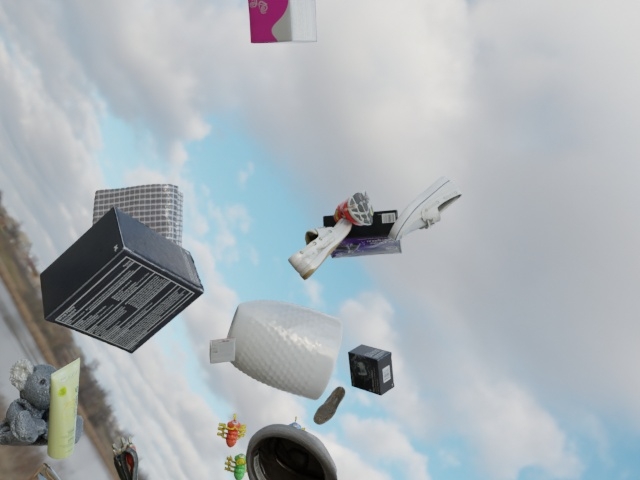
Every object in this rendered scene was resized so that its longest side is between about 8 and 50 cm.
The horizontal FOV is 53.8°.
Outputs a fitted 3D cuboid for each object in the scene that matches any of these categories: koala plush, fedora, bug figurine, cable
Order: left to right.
[{"bbox_3d":[-0.767,0.437,1.706,0.203,0.196,0.222,-17,-116,34],"label":"koala plush"},{"bbox_3d":[-0.599,0.779,2.049,0.139,0.072,0.287,-31,-100,35],"label":"cable"},{"bbox_3d":[-0.184,0.648,1.965,0.072,0.278,0.217,-134,-130,-75],"label":"bug figurine"},{"bbox_3d":[-0.054,0.578,1.613,0.275,0.124,0.244,19,-76,23],"label":"fedora"}]

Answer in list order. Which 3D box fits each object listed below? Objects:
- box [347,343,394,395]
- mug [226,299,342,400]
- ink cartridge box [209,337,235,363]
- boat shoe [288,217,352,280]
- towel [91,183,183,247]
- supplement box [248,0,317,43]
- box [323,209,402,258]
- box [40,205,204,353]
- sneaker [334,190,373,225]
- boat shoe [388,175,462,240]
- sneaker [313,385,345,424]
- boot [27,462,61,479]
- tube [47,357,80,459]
[{"bbox_3d":[0.202,0.515,2.516,0.158,0.093,0.156,7,-71,44],"label":"box"},{"bbox_3d":[-0.139,0.332,2.055,0.327,0.277,0.374,19,-6,-9],"label":"mug"},{"bbox_3d":[-0.248,0.269,1.596,0.115,0.062,0.029,102,-22,-48],"label":"ink cartridge box"},{"bbox_3d":[0.000,0.000,1.843,0.096,0.277,0.098,42,-47,0],"label":"boat shoe"},{"bbox_3d":[-0.570,-0.048,1.938,0.121,0.283,0.235,68,18,-74],"label":"towel"},{"bbox_3d":[-0.091,-0.553,1.588,0.111,0.220,0.114,2,-71,15],"label":"supplement box"},{"bbox_3d":[0.152,-0.019,2.238,0.184,0.261,0.103,61,26,-68],"label":"box"},{"bbox_3d":[-0.531,0.112,1.696,0.294,0.296,0.183,39,16,-48],"label":"box"},{"bbox_3d":[0.096,-0.084,1.971,0.279,0.118,0.107,-27,94,-78],"label":"sneaker"},{"bbox_3d":[0.296,-0.078,1.752,0.084,0.258,0.095,41,-19,18],"label":"boat shoe"},{"bbox_3d":[0.036,0.666,2.510,0.066,0.188,0.071,39,-34,12],"label":"sneaker"},{"bbox_3d":[-0.636,0.556,1.343,0.073,0.152,0.197,47,-16,8],"label":"boot"},{"bbox_3d":[-0.607,0.400,1.487,0.070,0.062,0.240,-136,-127,-61],"label":"tube"}]
